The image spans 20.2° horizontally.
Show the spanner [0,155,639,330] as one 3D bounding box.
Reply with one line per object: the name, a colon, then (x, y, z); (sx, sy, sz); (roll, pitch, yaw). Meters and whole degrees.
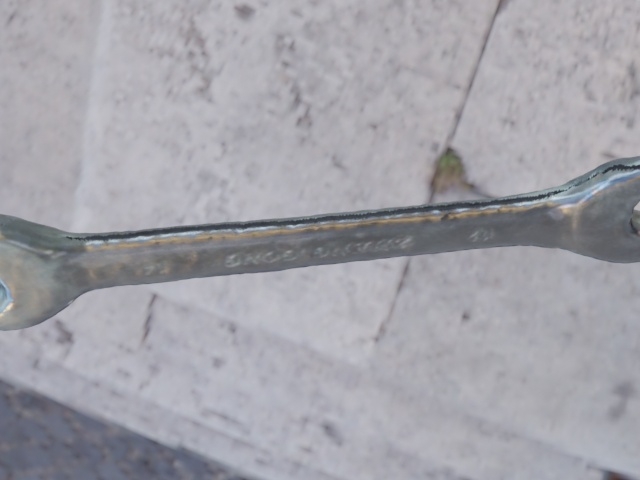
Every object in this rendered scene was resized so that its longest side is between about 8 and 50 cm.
spanner: (0.000, 0.000, 0.588); (0.254, 0.015, 0.054); (-5, 141, -3)
